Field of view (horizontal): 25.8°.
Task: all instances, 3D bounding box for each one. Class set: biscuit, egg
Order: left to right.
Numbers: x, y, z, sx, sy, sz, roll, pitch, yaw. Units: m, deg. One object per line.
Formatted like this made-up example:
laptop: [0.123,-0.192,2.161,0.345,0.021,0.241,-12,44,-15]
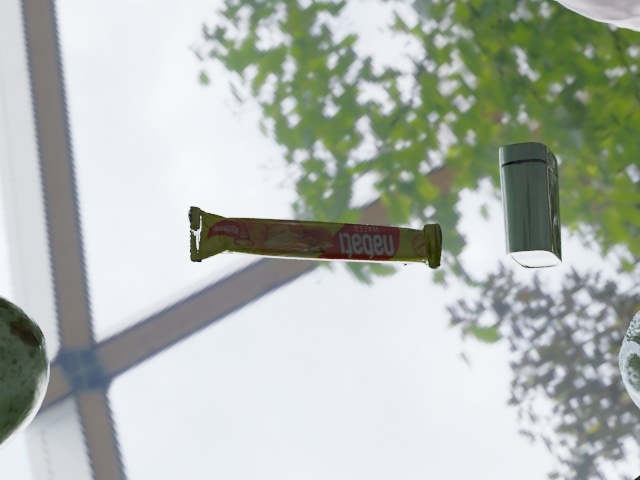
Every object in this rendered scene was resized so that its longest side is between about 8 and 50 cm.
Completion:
egg: [-0.361,0.132,1.283,0.231,0.169,0.169,-19,-105,-29]
biscuit: [0.000,0.000,1.283,0.292,0.026,0.048,3,-102,-38]

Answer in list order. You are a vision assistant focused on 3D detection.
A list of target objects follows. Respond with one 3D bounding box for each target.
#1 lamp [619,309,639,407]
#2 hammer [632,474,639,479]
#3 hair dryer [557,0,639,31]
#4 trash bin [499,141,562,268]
lamp: [0.322,0.081,1.077,0.193,0.106,0.106,-15,-112,-12]
hammer: [0.244,0.127,0.850,0.297,0.027,0.125,-30,-68,-25]
hair dryer: [0.191,-0.208,0.340,0.125,0.210,0.352,42,-112,-17]
trash bin: [0.249,-0.040,1.649,0.116,0.059,0.129,27,-120,-66]
